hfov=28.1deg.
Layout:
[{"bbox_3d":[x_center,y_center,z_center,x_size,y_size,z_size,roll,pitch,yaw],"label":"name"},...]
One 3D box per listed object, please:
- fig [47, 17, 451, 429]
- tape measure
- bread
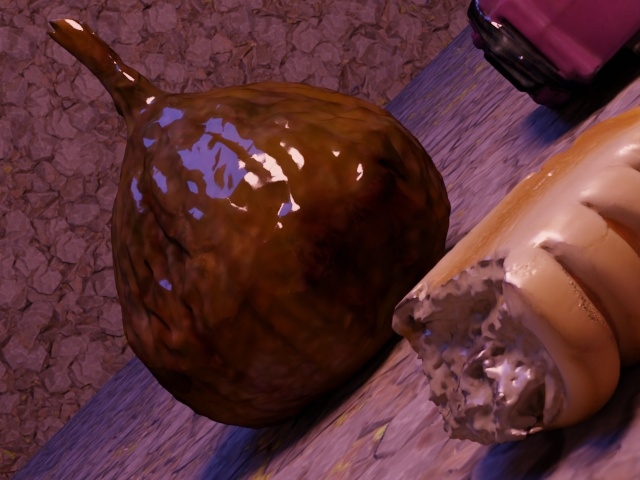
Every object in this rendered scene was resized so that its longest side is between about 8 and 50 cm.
[{"bbox_3d":[-0.091,-0.037,1.014,0.286,0.368,0.286,-51,-2,-3],"label":"fig"},{"bbox_3d":[0.238,-0.221,1.097,0.231,0.149,0.245,-46,-2,16],"label":"tape measure"},{"bbox_3d":[0.113,0.013,0.562,0.177,0.084,0.119,-46,8,-22],"label":"bread"}]
